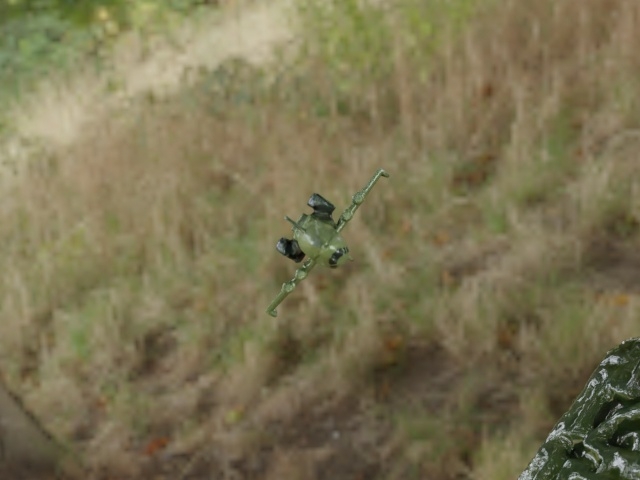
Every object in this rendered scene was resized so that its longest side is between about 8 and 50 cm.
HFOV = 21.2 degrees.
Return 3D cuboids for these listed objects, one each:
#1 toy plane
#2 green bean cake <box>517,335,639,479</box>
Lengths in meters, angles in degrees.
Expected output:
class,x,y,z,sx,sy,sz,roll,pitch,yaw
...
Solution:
class,x,y,z,sx,sy,sz,roll,pitch,yaw
toy plane,0.000,0.000,0.931,0.040,0.102,0.111,35,3,5
green bean cake,0.178,0.147,0.858,0.183,0.094,0.185,-52,28,-5
